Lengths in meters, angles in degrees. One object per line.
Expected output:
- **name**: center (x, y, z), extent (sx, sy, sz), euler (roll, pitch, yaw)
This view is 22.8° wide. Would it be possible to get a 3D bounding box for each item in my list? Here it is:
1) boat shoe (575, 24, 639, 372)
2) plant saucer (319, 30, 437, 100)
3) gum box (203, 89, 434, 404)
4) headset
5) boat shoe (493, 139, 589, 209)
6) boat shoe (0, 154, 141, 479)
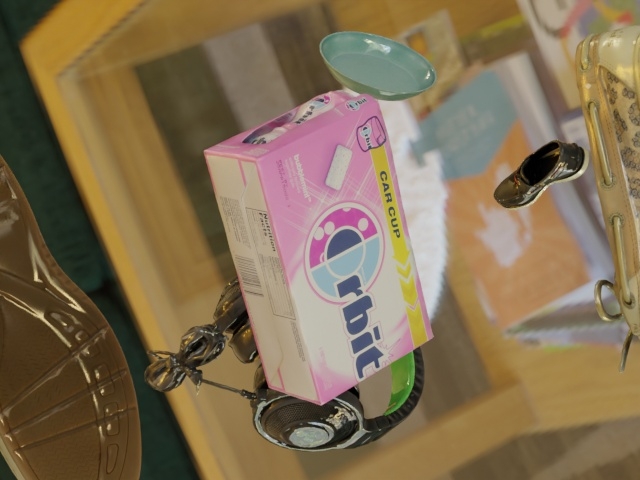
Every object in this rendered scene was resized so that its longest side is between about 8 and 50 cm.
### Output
- **boat shoe**: center (0.239, -0.009, 1.104), extent (0.089, 0.104, 0.285), euler (-3, 93, 41)
- **plant saucer**: center (0.054, -0.167, 1.550), extent (0.119, 0.119, 0.021), euler (43, 129, 35)
- **gum box**: center (0.000, 0.000, 1.065), extent (0.062, 0.107, 0.188), euler (12, 123, 50)
- **headset**: center (-0.028, 0.121, 1.832), extent (0.185, 0.394, 0.243), euler (-45, 63, 43)
- **boat shoe**: center (0.230, -0.072, 1.708), extent (0.133, 0.042, 0.049), euler (-31, 51, 49)
- **boat shoe**: center (-0.251, 0.074, 1.287), extent (0.110, 0.121, 0.341), euler (-28, 85, 58)
